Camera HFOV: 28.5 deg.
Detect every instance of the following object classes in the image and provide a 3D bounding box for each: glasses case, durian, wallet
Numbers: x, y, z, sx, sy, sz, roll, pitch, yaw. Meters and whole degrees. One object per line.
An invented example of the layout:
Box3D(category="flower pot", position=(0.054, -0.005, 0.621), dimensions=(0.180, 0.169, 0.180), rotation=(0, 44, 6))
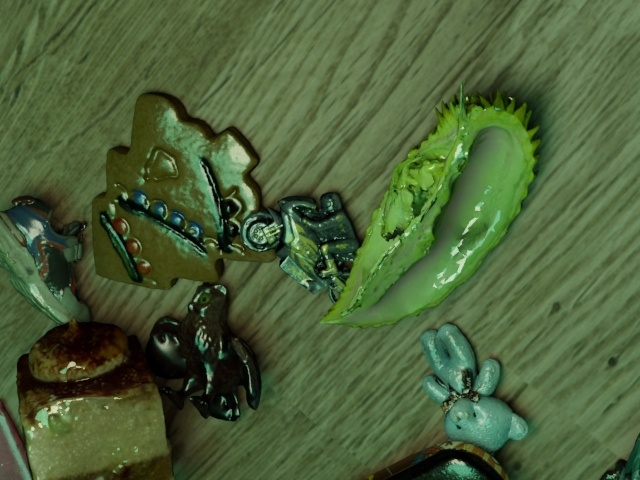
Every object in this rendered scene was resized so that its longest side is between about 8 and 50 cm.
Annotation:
Box3D(category="glasses case", position=(0.114, 0.363, 1.683), dimensions=(0.122, 0.082, 0.321), rotation=(47, 127, -11))
Box3D(category="durian", position=(0.144, -0.032, 1.516), dimensions=(0.157, 0.169, 0.355), rotation=(33, 115, 7))
Box3D(category="wallet", position=(-0.485, 0.358, 1.923), dimensions=(0.119, 0.025, 0.232), rotation=(-19, 101, 23))

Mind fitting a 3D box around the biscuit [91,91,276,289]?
Box3D(category="biscuit", position=(-0.200, -0.034, 1.693), dimensions=(0.278, 0.043, 0.301), rotation=(46, 115, -1))

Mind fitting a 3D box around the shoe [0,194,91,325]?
Box3D(category="shoe", position=(-0.373, 0.023, 1.753), dimensions=(0.099, 0.125, 0.227), rotation=(13, 143, 50))

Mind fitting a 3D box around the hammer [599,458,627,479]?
Box3D(category="hammer", position=(0.443, 0.370, 1.634), dimensions=(0.201, 0.021, 0.078), rotation=(38, 115, 4))

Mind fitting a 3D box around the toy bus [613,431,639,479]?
Box3D(category="toy bus", position=(0.400, 0.381, 1.559), dimensions=(0.128, 0.147, 0.256), rotation=(22, 113, 9))

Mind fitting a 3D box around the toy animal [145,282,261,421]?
Box3D(category="toy animal", position=(-0.149, 0.151, 1.727), dimensions=(0.219, 0.116, 0.179), rotation=(10, 83, 41))

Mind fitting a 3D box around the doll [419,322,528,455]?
Box3D(category="doll", position=(0.184, 0.198, 1.630), dimensions=(0.120, 0.075, 0.179), rotation=(-24, 98, 29))

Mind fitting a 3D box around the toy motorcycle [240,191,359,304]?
Box3D(category="toy motorcycle", position=(0.000, 0.000, 1.627), dimensions=(0.193, 0.061, 0.124), rotation=(34, 98, -6))

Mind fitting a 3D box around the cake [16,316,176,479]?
Box3D(category="cake", position=(-0.300, 0.248, 1.693), dimensions=(0.196, 0.198, 0.292), rotation=(-9, 112, -14))
